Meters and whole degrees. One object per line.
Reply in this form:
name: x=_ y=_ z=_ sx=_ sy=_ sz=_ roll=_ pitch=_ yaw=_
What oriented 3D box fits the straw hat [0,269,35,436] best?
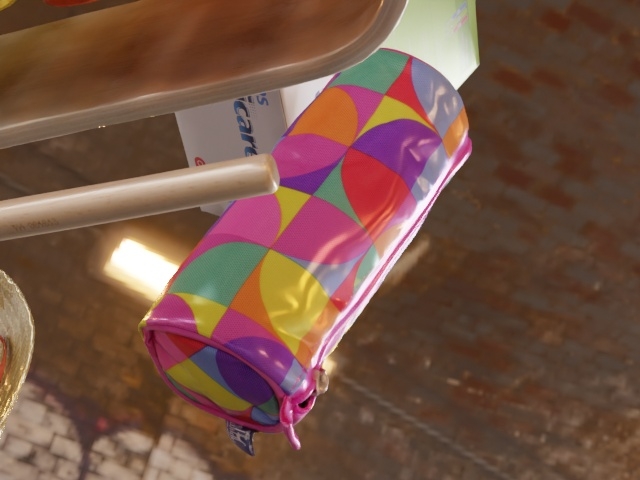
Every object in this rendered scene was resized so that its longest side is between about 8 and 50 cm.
straw hat: x=-0.177 y=0.077 z=0.552 sx=0.144 sy=0.144 sz=0.061 roll=4 pitch=-32 yaw=27

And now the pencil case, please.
pencil case: x=0.000 y=0.000 z=0.680 sx=0.104 sy=0.236 sz=0.104 roll=23 pitch=-32 yaw=15

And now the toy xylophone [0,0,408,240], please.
toy xylophone: x=-0.096 y=-0.083 z=0.433 sx=0.323 sy=0.236 sz=0.081 roll=-15 pitch=-61 yaw=8

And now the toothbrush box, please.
toothbrush box: x=0.009 y=-0.168 z=1.015 sx=0.122 sy=0.283 sz=0.206 roll=17 pitch=-42 yaw=29
